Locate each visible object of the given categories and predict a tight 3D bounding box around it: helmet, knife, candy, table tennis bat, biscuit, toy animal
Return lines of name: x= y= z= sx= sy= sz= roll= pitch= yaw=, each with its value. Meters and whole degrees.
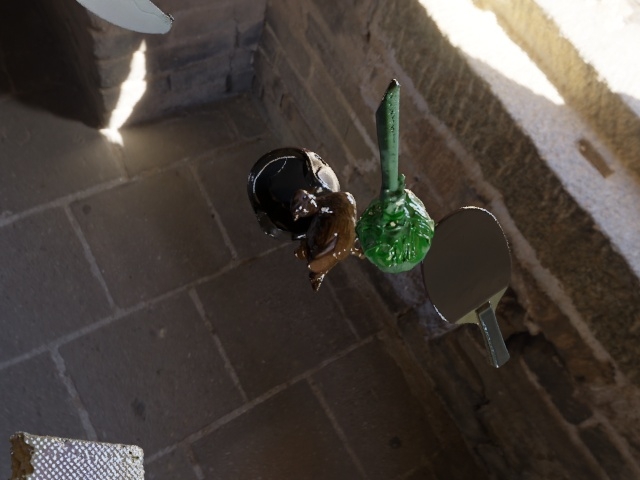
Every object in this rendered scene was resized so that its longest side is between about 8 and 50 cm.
helmet: x=-0.056 y=-0.105 z=1.251 sx=0.216 sy=0.189 sz=0.193 roll=45 pitch=20 yaw=-11
knife: x=-0.306 y=-0.356 z=0.764 sx=0.043 sy=0.336 sz=0.081 roll=41 pitch=92 yaw=23
candy: x=0.070 y=-0.051 z=0.555 sx=0.097 sy=0.323 sz=0.097 roll=-3 pitch=67 yaw=8
table tennis bat: x=0.235 y=0.078 z=0.858 sx=0.154 sy=0.021 sz=0.274 roll=-30 pitch=112 yaw=-15
biscuit: x=-0.424 y=0.405 z=0.993 sx=0.239 sy=0.062 sz=0.108 roll=25 pitch=36 yaw=-38
toy animal: x=0.000 y=0.000 z=0.979 sx=0.179 sy=0.089 sz=0.188 roll=20 pitch=100 yaw=-37
